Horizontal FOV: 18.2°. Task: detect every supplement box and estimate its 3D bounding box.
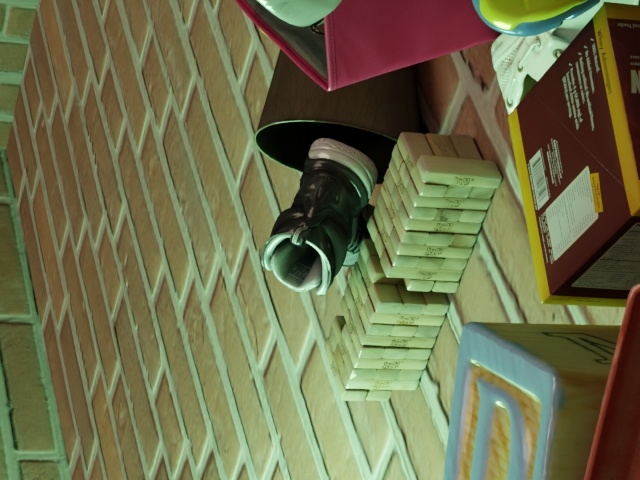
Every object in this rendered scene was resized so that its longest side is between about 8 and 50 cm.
[{"bbox_3d":[0.270,-0.069,1.706,0.194,0.129,0.191,128,140,-57],"label":"supplement box"}]

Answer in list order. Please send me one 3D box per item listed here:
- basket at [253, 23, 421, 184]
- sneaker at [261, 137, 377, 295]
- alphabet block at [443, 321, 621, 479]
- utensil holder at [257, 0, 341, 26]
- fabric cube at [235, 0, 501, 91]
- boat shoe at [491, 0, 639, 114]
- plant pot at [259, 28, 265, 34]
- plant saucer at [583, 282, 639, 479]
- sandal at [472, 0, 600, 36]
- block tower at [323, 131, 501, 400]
[{"bbox_3d":[0.033,-0.202,2.309,0.154,0.204,0.227,-35,45,59],"label":"basket"},{"bbox_3d":[0.000,0.000,2.285,0.153,0.101,0.268,-61,-15,-20],"label":"sneaker"},{"bbox_3d":[0.233,0.178,1.682,0.193,0.197,0.192,-146,60,-67],"label":"alphabet block"},{"bbox_3d":[0.063,-0.407,1.586,0.385,0.327,0.328,-30,47,15],"label":"utensil holder"},{"bbox_3d":[0.061,-0.339,1.981,0.254,0.258,0.259,48,149,48],"label":"fabric cube"},{"bbox_3d":[0.237,-0.179,1.867,0.277,0.098,0.096,126,141,-71],"label":"boat shoe"},{"bbox_3d":[-0.024,-0.288,2.475,0.134,0.095,0.134,8,-90,-73],"label":"plant pot"},{"bbox_3d":[0.327,0.186,1.490,0.259,0.047,0.258,23,114,31],"label":"plant saucer"},{"bbox_3d":[0.240,-0.283,1.705,0.126,0.317,0.138,39,159,11],"label":"sandal"},{"bbox_3d":[0.097,0.027,2.212,0.097,0.091,0.335,-110,31,-44],"label":"block tower"}]
